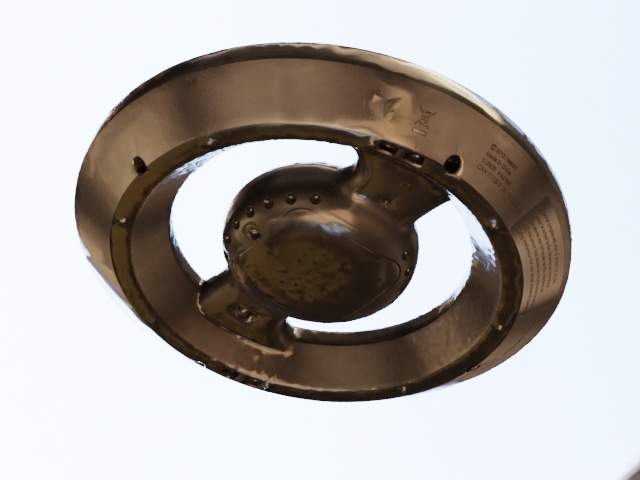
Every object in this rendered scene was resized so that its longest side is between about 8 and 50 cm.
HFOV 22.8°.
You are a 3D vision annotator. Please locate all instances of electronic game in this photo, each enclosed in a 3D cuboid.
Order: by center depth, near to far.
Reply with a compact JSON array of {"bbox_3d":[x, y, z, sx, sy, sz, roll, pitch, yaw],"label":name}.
[{"bbox_3d":[0.000,0.000,0.730,0.229,0.229,0.048,-18,-140,28],"label":"electronic game"}]
